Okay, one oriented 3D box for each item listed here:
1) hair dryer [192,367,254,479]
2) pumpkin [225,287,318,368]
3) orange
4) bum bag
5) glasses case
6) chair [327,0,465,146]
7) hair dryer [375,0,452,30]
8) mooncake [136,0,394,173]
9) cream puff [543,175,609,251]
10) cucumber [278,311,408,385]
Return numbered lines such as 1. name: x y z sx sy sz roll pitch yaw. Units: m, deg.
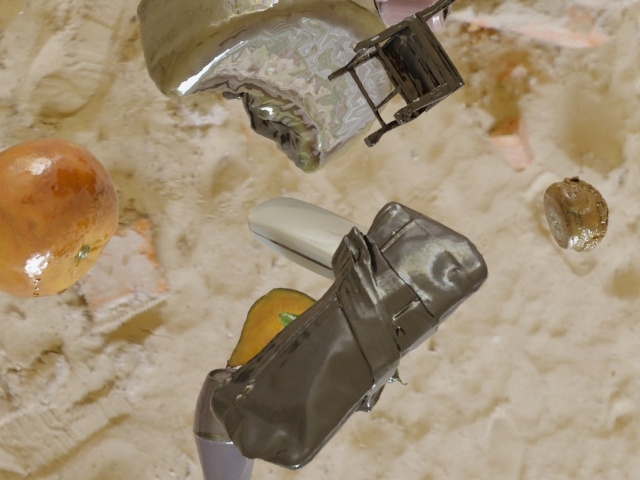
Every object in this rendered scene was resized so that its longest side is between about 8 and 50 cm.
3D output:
1. hair dryer: -0.127 0.352 1.832 0.361 0.121 0.301 -34 127 -69
2. pumpkin: -0.049 0.148 1.784 0.130 0.253 0.149 -20 99 -62
3. orange: -0.477 -0.041 1.676 0.226 0.284 0.284 34 72 7
4. bum bag: 0.023 0.077 0.792 0.248 0.123 0.060 -48 139 -7
5. glasses case: 0.000 0.000 1.153 0.076 0.197 0.049 -35 138 -41
6. chair: 0.132 -0.224 1.167 0.229 0.106 0.113 -34 92 -22
7. hair dryer: 0.132 -0.517 1.957 0.352 0.210 0.125 15 85 -73
8. mooncake: -0.083 -0.281 1.556 0.393 0.394 0.246 -10 57 -13
9. cream puff: 0.480 -0.049 1.833 0.103 0.126 0.144 -15 79 -7
10. cucumber: 0.027 0.122 1.117 0.039 0.167 0.039 -56 163 -28
